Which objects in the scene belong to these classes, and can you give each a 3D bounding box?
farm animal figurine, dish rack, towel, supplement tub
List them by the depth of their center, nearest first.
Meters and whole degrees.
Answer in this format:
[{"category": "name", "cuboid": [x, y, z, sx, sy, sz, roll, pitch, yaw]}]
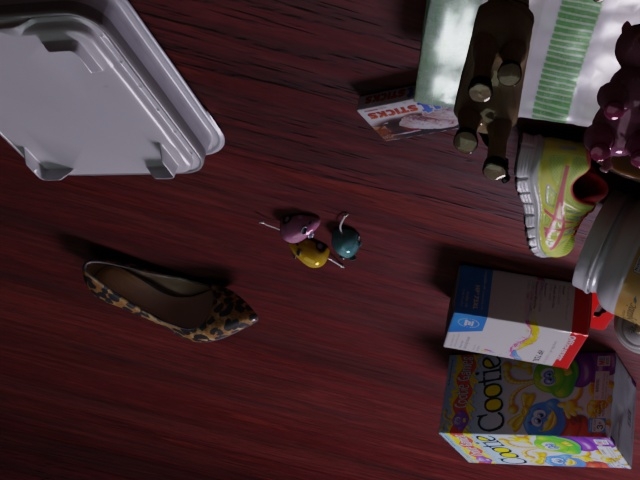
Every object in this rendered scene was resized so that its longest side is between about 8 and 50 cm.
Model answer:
[{"category": "farm animal figurine", "cuboid": [0.207, -0.226, 0.795, 0.330, 0.172, 0.327, -19, 123, 26]}, {"category": "towel", "cuboid": [0.253, -0.180, 0.980, 0.324, 0.038, 0.248, 9, 147, 6]}, {"category": "supplement tub", "cuboid": [0.399, 0.036, 1.216, 0.199, 0.144, 0.144, 25, 159, 21]}, {"category": "dish rack", "cuboid": [-0.294, -0.163, 1.250, 0.285, 0.072, 0.333, 1, 151, 23]}]

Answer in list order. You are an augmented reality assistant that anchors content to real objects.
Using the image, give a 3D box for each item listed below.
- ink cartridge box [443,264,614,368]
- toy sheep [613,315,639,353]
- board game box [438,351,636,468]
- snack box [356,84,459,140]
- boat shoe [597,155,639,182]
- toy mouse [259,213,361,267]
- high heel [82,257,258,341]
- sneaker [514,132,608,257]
[{"category": "ink cartridge box", "cuboid": [0.297, 0.112, 1.529, 0.230, 0.078, 0.134, 9, 154, 5]}, {"category": "toy sheep", "cuboid": [0.436, 0.111, 1.455, 0.091, 0.091, 0.132, 0, 176, 24]}, {"category": "board game box", "cuboid": [0.350, 0.272, 1.750, 0.275, 0.144, 0.142, -5, 149, 29]}, {"category": "snack box", "cuboid": [0.130, -0.143, 1.156, 0.178, 0.022, 0.064, -7, 147, 35]}, {"category": "boat shoe", "cuboid": [0.377, -0.080, 1.134, 0.206, 0.073, 0.073, 21, -170, -10]}, {"category": "toy mouse", "cuboid": [0.000, 0.000, 1.487, 0.161, 0.031, 0.143, 24, 151, -23]}, {"category": "high heel", "cuboid": [-0.239, 0.086, 1.686, 0.261, 0.093, 0.186, 6, 161, 33]}, {"category": "sneaker", "cuboid": [0.277, -0.043, 1.228, 0.094, 0.082, 0.208, 0, 151, 19]}]
